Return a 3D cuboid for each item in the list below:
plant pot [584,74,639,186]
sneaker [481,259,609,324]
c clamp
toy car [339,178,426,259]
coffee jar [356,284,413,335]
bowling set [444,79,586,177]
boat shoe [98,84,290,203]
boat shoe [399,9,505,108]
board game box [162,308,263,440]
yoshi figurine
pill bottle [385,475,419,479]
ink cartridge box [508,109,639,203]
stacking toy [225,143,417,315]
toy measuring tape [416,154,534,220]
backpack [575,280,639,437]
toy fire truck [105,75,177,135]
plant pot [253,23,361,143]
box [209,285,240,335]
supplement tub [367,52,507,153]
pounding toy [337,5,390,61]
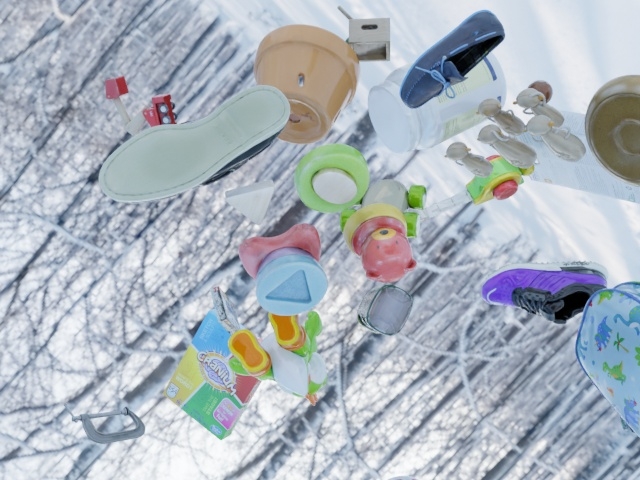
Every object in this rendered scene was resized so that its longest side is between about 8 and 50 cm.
[{"bbox_3d":[0.613,-0.204,1.397,0.236,0.032,0.236,38,146,32],"label":"plant pot"},{"bbox_3d":[0.516,0.130,1.672,0.102,0.294,0.146,63,-150,-35],"label":"sneaker"},{"bbox_3d":[-0.477,0.402,1.613,0.161,0.022,0.137,6,-155,-38],"label":"c clamp"},{"bbox_3d":[0.141,-0.019,1.501,0.155,0.148,0.188,5,142,19],"label":"toy car"},{"bbox_3d":[0.126,0.140,1.453,0.079,0.096,0.184,28,173,-1],"label":"coffee jar"},{"bbox_3d":[0.387,-0.250,1.453,0.154,0.199,0.287,24,158,-36],"label":"bowling set"},{"bbox_3d":[-0.208,-0.147,1.222,0.127,0.340,0.113,52,162,9],"label":"boat shoe"},{"bbox_3d":[0.271,-0.370,1.508,0.109,0.258,0.089,16,-143,-42],"label":"boat shoe"},{"bbox_3d":[-0.302,0.399,2.159,0.242,0.316,0.064,33,-167,16],"label":"board game box"},{"bbox_3d":[-0.082,0.238,1.600,0.204,0.202,0.362,10,159,19],"label":"yoshi figurine"},{"bbox_3d":[0.205,0.677,1.682,0.124,0.124,0.221,40,-158,-26],"label":"pill bottle"},{"bbox_3d":[0.671,-0.222,1.852,0.330,0.071,0.324,20,167,36],"label":"ink cartridge box"},{"bbox_3d":[0.000,0.000,1.250,0.130,0.309,0.279,-108,-7,-49],"label":"stacking toy"},{"bbox_3d":[0.409,-0.145,1.888,0.121,0.330,0.121,159,90,-89],"label":"toy measuring tape"},{"bbox_3d":[0.599,0.204,1.196,0.274,0.290,0.355,1,-151,0],"label":"backpack"},{"bbox_3d":[-0.383,-0.266,1.568,0.047,0.135,0.192,-59,-38,-67],"label":"toy fire truck"},{"bbox_3d":[-0.053,-0.396,1.913,0.291,0.291,0.203,39,-130,-34],"label":"plant pot"},{"bbox_3d":[-0.242,0.184,1.843,0.137,0.027,0.093,68,-178,-64],"label":"box"},{"bbox_3d":[0.318,-0.391,1.975,0.235,0.325,0.235,53,159,30],"label":"supplement tub"},{"bbox_3d":[0.119,-0.559,1.944,0.141,0.100,0.130,0,166,5],"label":"pounding toy"}]
